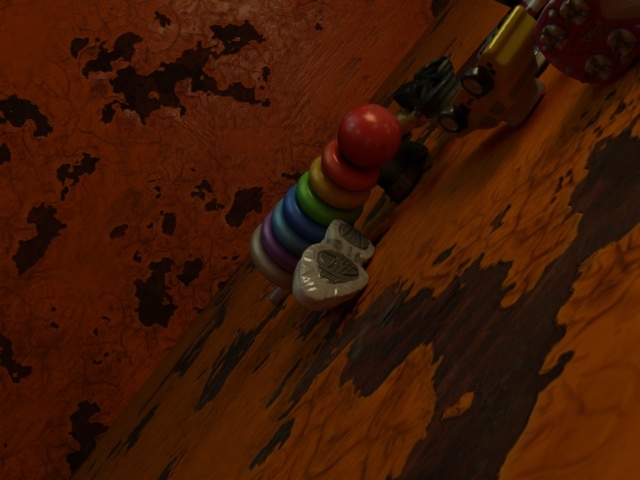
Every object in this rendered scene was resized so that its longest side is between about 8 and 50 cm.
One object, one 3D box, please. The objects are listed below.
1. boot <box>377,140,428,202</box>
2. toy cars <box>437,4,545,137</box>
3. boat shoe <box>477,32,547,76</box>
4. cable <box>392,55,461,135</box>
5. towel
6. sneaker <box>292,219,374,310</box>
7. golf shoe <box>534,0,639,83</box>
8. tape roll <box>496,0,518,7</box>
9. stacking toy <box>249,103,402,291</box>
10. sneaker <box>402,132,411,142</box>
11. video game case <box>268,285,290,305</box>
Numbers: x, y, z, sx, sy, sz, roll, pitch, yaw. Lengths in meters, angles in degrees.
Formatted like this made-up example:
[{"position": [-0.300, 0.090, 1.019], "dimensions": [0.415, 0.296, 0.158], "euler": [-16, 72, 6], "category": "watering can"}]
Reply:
[{"position": [0.106, -0.142, 1.436], "dimensions": [0.082, 0.106, 0.219], "euler": [-49, 8, 19], "category": "boot"}, {"position": [0.258, -0.255, 0.997], "dimensions": [0.393, 0.087, 0.176], "euler": [-58, -4, 28], "category": "toy cars"}, {"position": [0.251, -0.248, 1.219], "dimensions": [0.066, 0.066, 0.183], "euler": [-52, 6, -2], "category": "boat shoe"}, {"position": [0.165, -0.202, 1.261], "dimensions": [0.139, 0.072, 0.287], "euler": [-43, 12, -5], "category": "cable"}, {"position": [0.301, -0.331, 1.396], "dimensions": [0.329, 0.037, 0.237], "euler": [-49, 3, 19], "category": "towel"}, {"position": [0.006, 0.058, 1.212], "dimensions": [0.115, 0.090, 0.232], "euler": [-56, -4, 21], "category": "sneaker"}, {"position": [0.310, -0.267, 0.784], "dimensions": [0.140, 0.115, 0.306], "euler": [-52, 7, -36], "category": "golf shoe"}, {"position": [0.350, -0.540, 1.463], "dimensions": [0.321, 0.077, 0.321], "euler": [-46, -24, -27], "category": "tape roll"}, {"position": [0.014, -0.072, 1.332], "dimensions": [0.330, 0.141, 0.141], "euler": [-58, 1, 41], "category": "stacking toy"}, {"position": [0.164, -0.215, 1.754], "dimensions": [0.069, 0.038, 0.098], "euler": [-34, 28, 62], "category": "sneaker"}, {"position": [0.000, 0.000, 1.730], "dimensions": [0.227, 0.026, 0.206], "euler": [-48, 8, 34], "category": "video game case"}]
